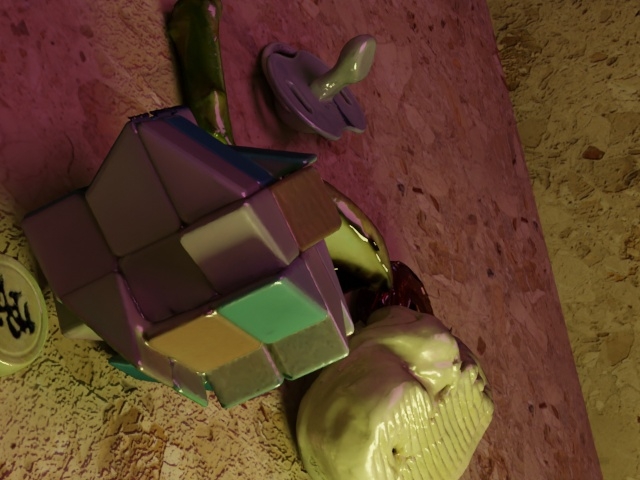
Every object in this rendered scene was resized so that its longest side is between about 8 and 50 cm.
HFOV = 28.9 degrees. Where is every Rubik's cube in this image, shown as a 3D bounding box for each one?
[{"bbox_3d":[-0.156,0.024,1.530,0.368,0.358,0.387,63,13,-4],"label":"Rubik's cube"}]

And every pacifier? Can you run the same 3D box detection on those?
[{"bbox_3d":[0.016,-0.301,2.246,0.227,0.207,0.279,55,26,4],"label":"pacifier"}]

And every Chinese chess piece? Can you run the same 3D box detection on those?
[{"bbox_3d":[-0.372,0.083,1.411,0.144,0.058,0.144,40,41,-46],"label":"Chinese chess piece"}]

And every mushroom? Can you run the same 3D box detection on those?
[{"bbox_3d":[0.005,-0.007,2.024,0.292,0.217,0.212,65,24,-14],"label":"mushroom"}]

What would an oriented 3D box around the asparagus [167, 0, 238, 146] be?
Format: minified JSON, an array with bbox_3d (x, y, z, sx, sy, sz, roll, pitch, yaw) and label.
[{"bbox_3d":[-0.182,-0.253,1.969,0.085,0.082,0.343,22,58,-62],"label":"asparagus"}]

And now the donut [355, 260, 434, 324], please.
[{"bbox_3d":[0.140,0.150,2.331,0.230,0.096,0.216,17,57,-59],"label":"donut"}]

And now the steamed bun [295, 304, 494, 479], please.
[{"bbox_3d":[0.105,0.266,2.024,0.352,0.247,0.339,-51,141,-18],"label":"steamed bun"}]
